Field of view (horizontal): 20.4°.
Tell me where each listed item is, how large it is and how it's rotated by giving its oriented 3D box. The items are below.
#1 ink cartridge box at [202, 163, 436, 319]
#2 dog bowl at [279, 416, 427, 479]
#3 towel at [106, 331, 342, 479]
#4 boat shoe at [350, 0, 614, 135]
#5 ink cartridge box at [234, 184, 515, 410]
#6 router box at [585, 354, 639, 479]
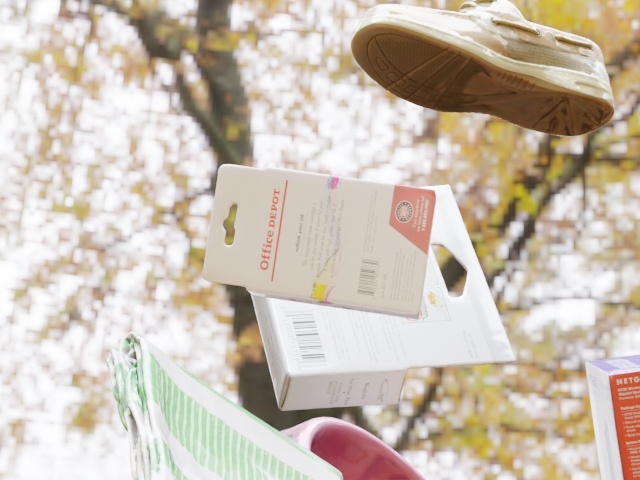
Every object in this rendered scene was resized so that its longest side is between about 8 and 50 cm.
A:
[{"bbox_3d":[0.000,0.000,1.619,0.198,0.115,0.067,9,-6,4],"label":"ink cartridge box"},{"bbox_3d":[0.048,0.370,1.977,0.150,0.408,0.408,-43,-43,16],"label":"dog bowl"},{"bbox_3d":[-0.042,0.202,1.292,0.248,0.325,0.038,37,-80,-23],"label":"towel"},{"bbox_3d":[0.162,-0.188,1.780,0.302,0.098,0.109,13,-28,-27],"label":"boat shoe"},{"bbox_3d":[0.051,0.053,1.872,0.239,0.275,0.060,-1,-46,-15],"label":"ink cartridge box"},{"bbox_3d":[0.420,0.308,2.329,0.082,0.301,0.335,-8,-2,3],"label":"router box"}]
